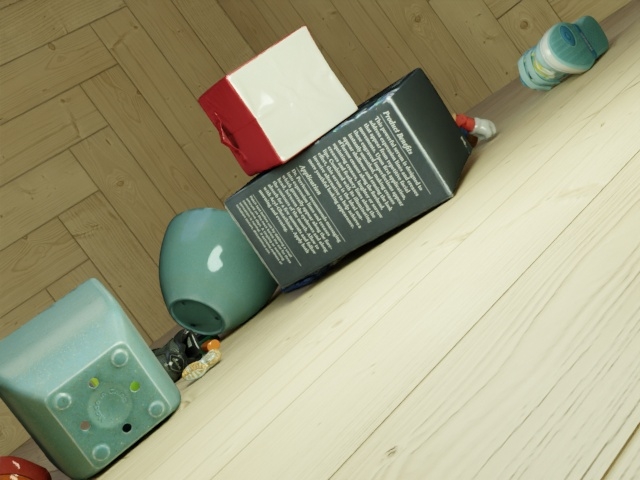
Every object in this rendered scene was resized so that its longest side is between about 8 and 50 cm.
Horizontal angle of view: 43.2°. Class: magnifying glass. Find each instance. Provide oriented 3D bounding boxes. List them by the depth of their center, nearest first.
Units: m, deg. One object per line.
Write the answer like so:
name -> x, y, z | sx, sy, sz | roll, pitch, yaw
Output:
magnifying glass -> -0.260, 0.241, 1.833 | 0.092, 0.026, 0.231 | -37, 2, -18

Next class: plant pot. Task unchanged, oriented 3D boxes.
plant pot -> -0.374, 0.240, 1.318 | 0.247, 0.248, 0.252 | -37, 20, -21
plant pot -> -0.244, 0.096, 1.817 | 0.290, 0.290, 0.195 | -33, 28, 43

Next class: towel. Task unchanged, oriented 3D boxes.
towel -> 0.046, 0.011, 1.772 | 0.285, 0.034, 0.209 | -38, 3, -23

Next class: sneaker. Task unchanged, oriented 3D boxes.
sneaker -> -0.218, 0.235, 1.500 | 0.083, 0.032, 0.037 | -33, -11, -17
sneaker -> -0.325, 0.257, 1.761 | 0.130, 0.087, 0.227 | -36, 6, -20
sneaker -> 0.530, -0.410, 1.884 | 0.208, 0.127, 0.319 | -31, -3, 41

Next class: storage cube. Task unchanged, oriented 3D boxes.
storage cube -> -0.082, -0.250, 1.493 | 0.215, 0.184, 0.193 | -37, 11, -20

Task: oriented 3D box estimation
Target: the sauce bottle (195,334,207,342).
sauce bottle -> -0.328, 0.264, 1.997 | 0.128, 0.042, 0.042 | -39, 4, -10

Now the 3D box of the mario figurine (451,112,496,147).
mario figurine -> 0.283, -0.197, 1.821 | 0.320, 0.170, 0.198 | -16, -55, -71

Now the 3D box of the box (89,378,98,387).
box -> -0.503, 0.348, 2.049 | 0.042, 0.109, 0.178 | -36, 3, 35

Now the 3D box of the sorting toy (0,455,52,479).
sorting toy -> -0.577, 0.492, 1.284 | 0.365, 0.127, 0.126 | -38, 33, 17

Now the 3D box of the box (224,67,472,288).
box -> 0.062, -0.125, 1.581 | 0.395, 0.212, 0.293 | -29, 10, 25

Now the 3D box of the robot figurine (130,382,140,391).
robot figurine -> -0.431, 0.339, 1.816 | 0.115, 0.067, 0.101 | -45, -21, -60
